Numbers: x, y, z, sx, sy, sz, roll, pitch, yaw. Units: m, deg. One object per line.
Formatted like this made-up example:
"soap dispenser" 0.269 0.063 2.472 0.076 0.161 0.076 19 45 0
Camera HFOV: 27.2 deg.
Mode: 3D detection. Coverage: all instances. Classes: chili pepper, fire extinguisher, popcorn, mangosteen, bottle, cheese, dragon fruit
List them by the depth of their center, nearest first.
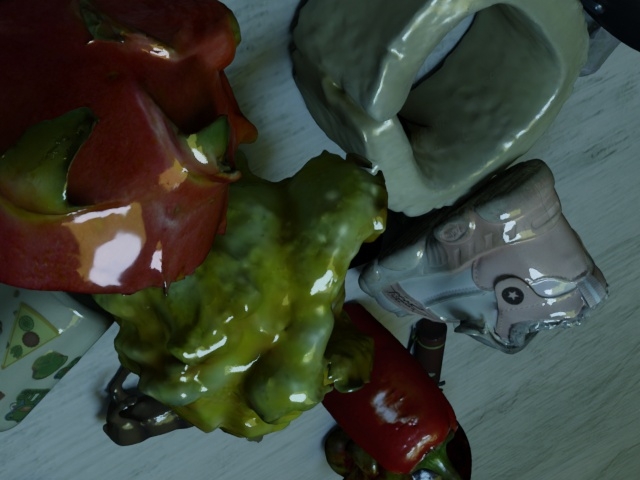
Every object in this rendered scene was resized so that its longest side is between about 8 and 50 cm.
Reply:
"dragon fruit" -0.195 -0.114 1.081 0.305 0.305 0.226 -7 125 -38
"popcorn" -0.094 0.037 1.334 0.290 0.325 0.321 -25 180 -22
"bottle" -0.334 0.129 1.369 0.253 0.120 0.120 -46 146 10
"cheese" 0.123 -0.193 1.395 0.292 0.153 0.332 -41 146 2
"bottle" 0.113 -0.058 1.652 0.030 0.030 0.083 -17 139 -30
"chili pepper" 0.106 0.232 1.706 0.134 0.338 0.131 -25 147 -24
"fire extinguisher" 0.158 0.177 1.956 0.064 0.043 0.158 0 138 -2
"mangosteen" 0.125 0.330 1.968 0.210 0.210 0.210 -25 144 -20

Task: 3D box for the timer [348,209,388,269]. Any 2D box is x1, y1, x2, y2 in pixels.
"timer" 0.000 0.000 1.591 0.187 0.055 0.144 -21 142 -25

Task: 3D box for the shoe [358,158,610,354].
"shoe" 0.190 0.052 1.604 0.172 0.198 0.351 -34 180 -28

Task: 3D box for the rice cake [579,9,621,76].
"rice cake" 0.408 -0.344 1.575 0.365 0.056 0.073 -51 145 17

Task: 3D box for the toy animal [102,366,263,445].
"toy animal" -0.169 0.202 1.649 0.214 0.094 0.186 -18 137 -17

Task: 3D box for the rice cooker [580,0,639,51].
"rice cooker" 0.375 -0.326 1.399 0.267 0.267 0.224 -47 155 11
